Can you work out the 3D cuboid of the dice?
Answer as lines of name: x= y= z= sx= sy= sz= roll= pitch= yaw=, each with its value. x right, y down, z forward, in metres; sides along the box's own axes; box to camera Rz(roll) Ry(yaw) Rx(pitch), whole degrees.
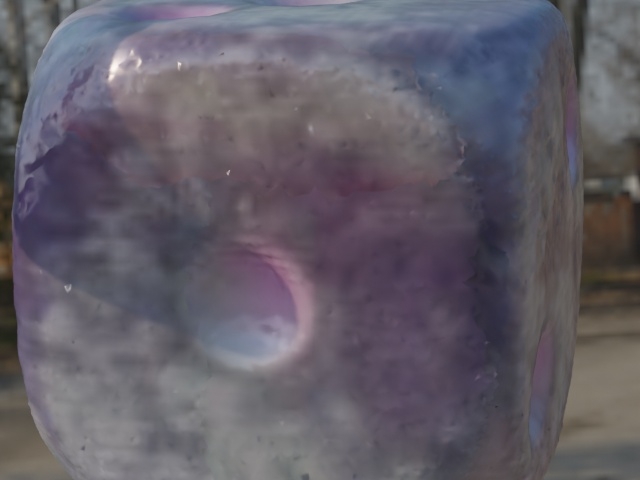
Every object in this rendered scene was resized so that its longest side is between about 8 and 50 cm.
dice: x=0.000 y=0.000 z=1.044 sx=0.270 sy=0.270 sz=0.271 roll=3 pitch=14 yaw=14
